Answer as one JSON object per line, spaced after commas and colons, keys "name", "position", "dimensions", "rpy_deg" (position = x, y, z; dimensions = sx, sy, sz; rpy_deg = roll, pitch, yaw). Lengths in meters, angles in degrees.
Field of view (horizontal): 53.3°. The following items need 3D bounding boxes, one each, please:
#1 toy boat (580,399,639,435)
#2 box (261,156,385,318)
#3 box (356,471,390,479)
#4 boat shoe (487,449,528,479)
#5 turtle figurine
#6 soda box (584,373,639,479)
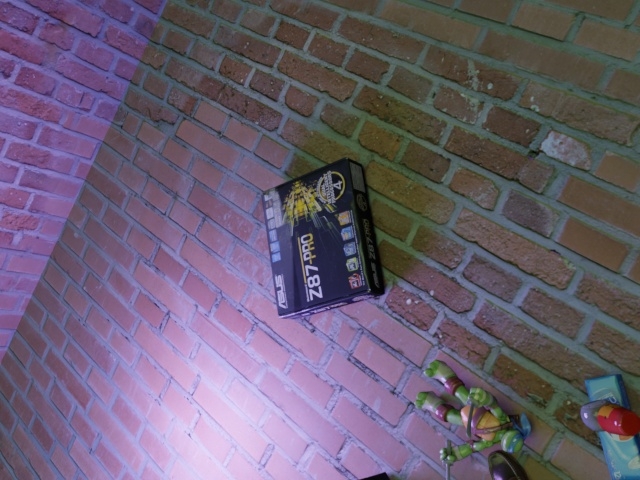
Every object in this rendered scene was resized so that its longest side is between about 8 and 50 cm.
{"name": "toy boat", "position": [0.675, 0.389, 1.236], "dimensions": [0.318, 0.148, 0.268], "rpy_deg": [23, 82, -2]}
{"name": "box", "position": [0.000, 0.000, 1.827], "dimensions": [0.318, 0.097, 0.395], "rpy_deg": [-19, 71, 33]}
{"name": "box", "position": [0.135, 0.729, 1.548], "dimensions": [0.143, 0.165, 0.270], "rpy_deg": [-40, 61, 21]}
{"name": "boat shoe", "position": [0.440, 0.572, 1.435], "dimensions": [0.073, 0.073, 0.207], "rpy_deg": [-41, 60, 21]}
{"name": "turtle figurine", "position": [0.309, 0.406, 1.458], "dimensions": [0.274, 0.198, 0.266], "rpy_deg": [-29, 35, -19]}
{"name": "soda box", "position": [0.626, 0.393, 1.346], "dimensions": [0.067, 0.071, 0.210], "rpy_deg": [-20, 70, 29]}
